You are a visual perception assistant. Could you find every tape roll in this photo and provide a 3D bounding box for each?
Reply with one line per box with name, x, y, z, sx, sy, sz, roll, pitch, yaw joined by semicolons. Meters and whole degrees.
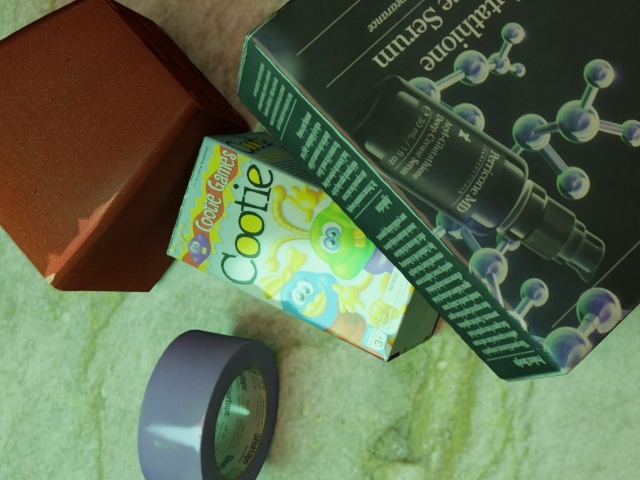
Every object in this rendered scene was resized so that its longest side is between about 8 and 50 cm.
tape roll;-0.122;0.198;1.467;0.080;0.189;0.189;9;99;24

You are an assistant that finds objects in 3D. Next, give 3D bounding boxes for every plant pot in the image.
plant pot;-0.239;-0.118;1.461;0.236;0.267;0.267;-43;78;8

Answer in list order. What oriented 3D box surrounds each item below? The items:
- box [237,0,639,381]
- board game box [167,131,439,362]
box;0.162;-0.111;1.203;0.293;0.212;0.395;-43;89;-10
board game box;0.000;0.000;1.416;0.275;0.144;0.142;25;106;20
